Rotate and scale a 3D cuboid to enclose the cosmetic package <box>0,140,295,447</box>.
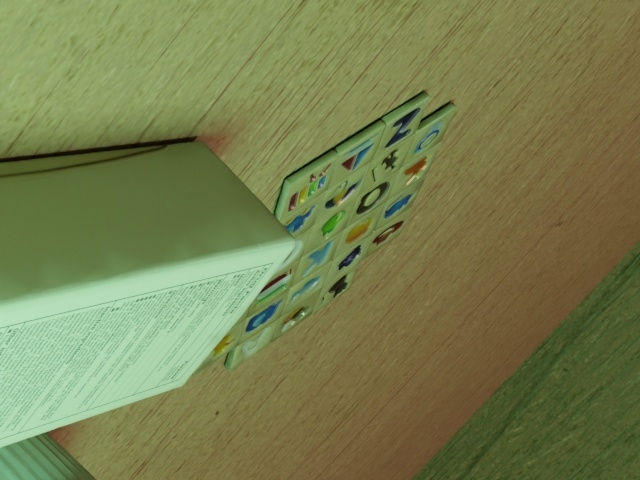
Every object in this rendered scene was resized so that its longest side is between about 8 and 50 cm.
[{"bbox_3d":[-0.170,0.036,1.021,0.160,0.113,0.309,-51,162,25],"label":"cosmetic package"}]

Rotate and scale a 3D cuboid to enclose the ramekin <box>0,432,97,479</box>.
[{"bbox_3d":[-0.274,0.242,1.292,0.207,0.109,0.207,-39,163,-14],"label":"ramekin"}]

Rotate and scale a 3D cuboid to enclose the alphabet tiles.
[{"bbox_3d":[0.000,0.000,1.499,0.285,0.011,0.342,-34,161,-29],"label":"alphabet tiles"}]
